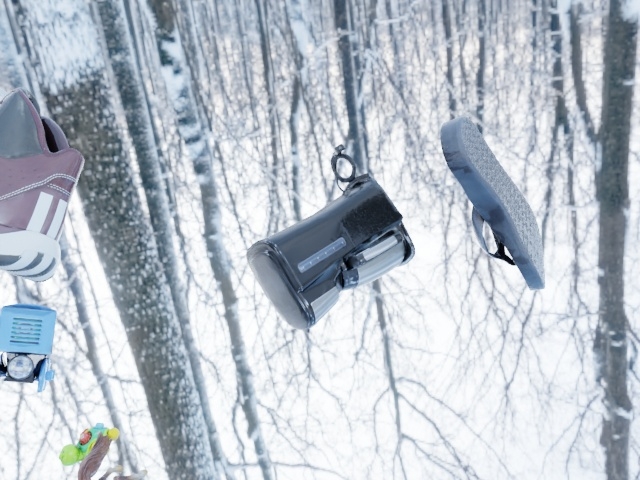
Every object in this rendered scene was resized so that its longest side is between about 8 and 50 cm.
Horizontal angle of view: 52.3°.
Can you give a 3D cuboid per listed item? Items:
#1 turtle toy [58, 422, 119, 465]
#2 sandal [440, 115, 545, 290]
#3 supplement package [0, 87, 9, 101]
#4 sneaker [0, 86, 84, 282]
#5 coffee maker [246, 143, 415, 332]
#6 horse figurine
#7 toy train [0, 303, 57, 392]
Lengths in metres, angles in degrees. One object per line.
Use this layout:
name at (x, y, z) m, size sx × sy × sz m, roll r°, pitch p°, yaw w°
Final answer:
turtle toy at (-0.499, 0.442, 1.401) m, size 0.066 × 0.095 × 0.130 m, roll 42°, pitch -145°, yaw 8°
sandal at (0.202, -0.039, 0.773) m, size 0.054 × 0.254 × 0.097 m, roll -20°, pitch -147°, yaw 33°
supplement package at (-0.497, -0.120, 0.749) m, size 0.199 × 0.198 × 0.262 m, roll 31°, pitch -175°, yaw 33°
sneaker at (-0.333, -0.074, 0.602) m, size 0.281 × 0.163 × 0.106 m, roll 17°, pitch 168°, yaw 15°
coffee maker at (0.000, 0.000, 0.814) m, size 0.178 × 0.120 × 0.171 m, roll -30°, pitch -110°, yaw -29°
horse figurine at (-0.292, 0.423, 1.002) m, size 0.066 × 0.263 × 0.174 m, roll -47°, pitch 171°, yaw 9°
toy train at (-0.375, 0.136, 0.830) m, size 0.080 × 0.105 × 0.184 m, roll 10°, pitch 168°, yaw -20°
